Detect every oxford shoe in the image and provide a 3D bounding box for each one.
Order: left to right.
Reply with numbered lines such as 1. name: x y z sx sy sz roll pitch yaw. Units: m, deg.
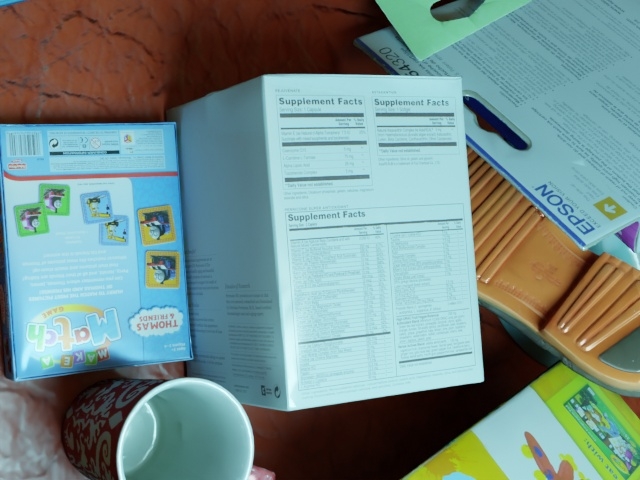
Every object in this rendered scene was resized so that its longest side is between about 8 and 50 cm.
1. oxford shoe: 0.187 0.028 1.098 0.130 0.133 0.364 -43 64 -6

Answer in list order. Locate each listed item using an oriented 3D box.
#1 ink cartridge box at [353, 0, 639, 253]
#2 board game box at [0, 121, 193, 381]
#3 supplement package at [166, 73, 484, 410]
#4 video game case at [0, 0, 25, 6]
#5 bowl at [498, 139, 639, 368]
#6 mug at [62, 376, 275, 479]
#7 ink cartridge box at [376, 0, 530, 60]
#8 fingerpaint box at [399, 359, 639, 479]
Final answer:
1. ink cartridge box: 0.250 -0.134 1.122 0.330 0.071 0.324 -25 56 -27
2. board game box: -0.196 0.006 0.986 0.160 0.039 0.211 -4 89 -30
3. supplement package: 0.000 0.000 1.006 0.198 0.199 0.262 -4 89 -30
4. video game case: -0.308 -0.271 0.950 0.119 0.015 0.166 -22 99 -29
5. bowl: 0.339 -0.005 1.225 0.311 0.163 0.311 2 87 -31
6. mug: -0.132 0.178 0.940 0.113 0.169 0.150 -43 109 -25
7. ink cartridge box: 0.095 -0.310 1.117 0.171 0.056 0.235 -31 80 -28
8. fingerpaint box: 0.242 0.356 0.978 0.445 0.163 0.371 52 33 12
